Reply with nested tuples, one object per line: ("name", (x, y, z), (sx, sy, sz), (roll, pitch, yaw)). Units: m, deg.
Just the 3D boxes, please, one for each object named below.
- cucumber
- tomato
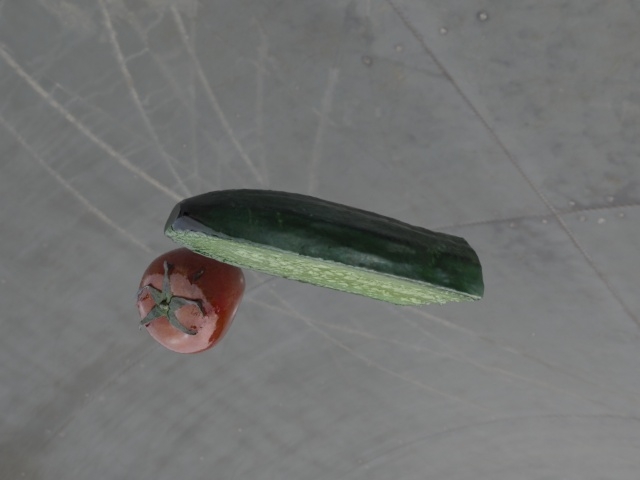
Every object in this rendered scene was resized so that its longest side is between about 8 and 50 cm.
("cucumber", (0.000, 0.000, 0.556), (0.243, 0.063, 0.115), (14, 165, -18))
("tomato", (-0.189, 0.084, 1.026), (0.167, 0.167, 0.167), (21, 155, 11))
